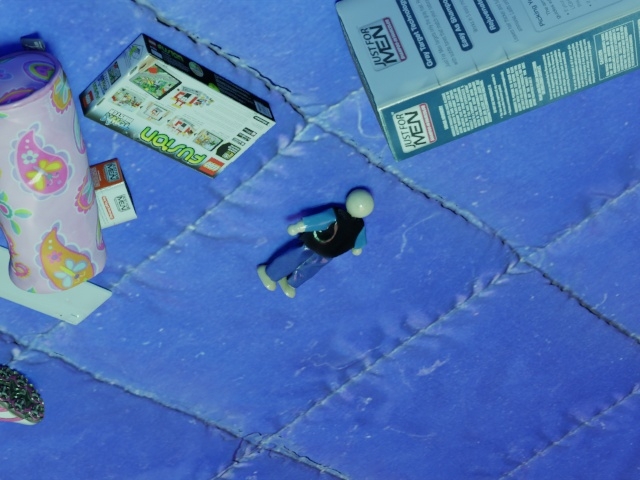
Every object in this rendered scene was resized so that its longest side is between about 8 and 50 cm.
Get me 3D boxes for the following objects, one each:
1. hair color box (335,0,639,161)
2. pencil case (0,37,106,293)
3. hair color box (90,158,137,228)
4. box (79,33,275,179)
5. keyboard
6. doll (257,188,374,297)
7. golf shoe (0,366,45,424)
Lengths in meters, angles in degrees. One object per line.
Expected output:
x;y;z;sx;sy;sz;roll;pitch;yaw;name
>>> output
0.210;-0.238;1.759;0.347;0.174;0.105;-20;144;1;hair color box
-0.318;-0.076;1.738;0.124;0.124;0.284;-15;129;-7;pencil case
-0.298;-0.042;1.880;0.141;0.043;0.072;-16;142;-3;hair color box
-0.163;-0.151;1.812;0.114;0.036;0.207;-40;138;24;box
-0.380;0.048;1.982;0.072;0.014;0.256;-44;137;20;keyboard
0.000;0.000;2.060;0.129;0.046;0.189;23;126;-42;doll
-0.456;0.205;2.098;0.186;0.067;0.086;30;128;-33;golf shoe
